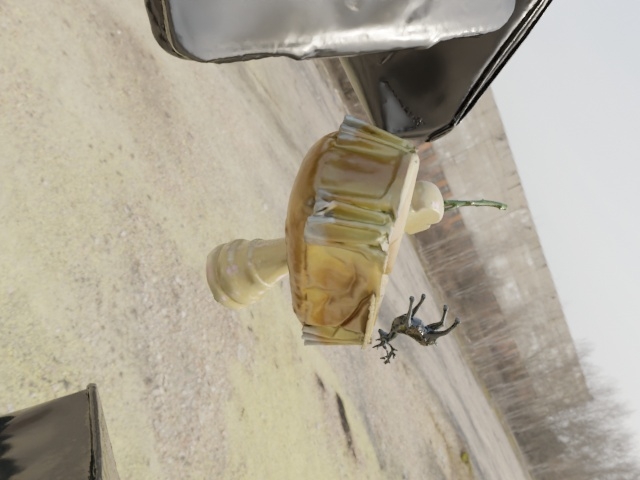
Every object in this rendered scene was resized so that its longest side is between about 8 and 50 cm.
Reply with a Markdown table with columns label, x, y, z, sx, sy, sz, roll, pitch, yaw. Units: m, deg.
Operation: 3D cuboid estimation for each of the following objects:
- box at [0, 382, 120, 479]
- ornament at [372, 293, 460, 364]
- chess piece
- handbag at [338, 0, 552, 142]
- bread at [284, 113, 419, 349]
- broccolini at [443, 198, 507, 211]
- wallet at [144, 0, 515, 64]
| label | x | y | z | sx | sy | sz | roll | pitch | yaw |
| --- | --- | --- | --- | --- | --- | --- | --- | --- | --- |
| box | -0.383 | 0.410 | 0.721 | 0.345 | 0.204 | 0.251 | 23 | -56 | 62 |
| ornament | 0.116 | 0.123 | 0.668 | 0.073 | 0.125 | 0.028 | 28 | 35 | -4 |
| chess piece | 0.000 | 0.000 | 0.797 | 0.117 | 0.397 | 0.117 | 37 | 41 | -42 |
| handbag | 0.119 | -0.319 | 0.640 | 0.152 | 0.288 | 0.342 | -15 | 68 | -52 |
| bread | 0.025 | 0.006 | 0.522 | 0.241 | 0.107 | 0.136 | 90 | 16 | -55 |
| broccolini | 0.264 | -0.060 | 0.992 | 0.052 | 0.194 | 0.054 | 75 | 12 | -61 |
| wallet | 0.038 | -0.257 | 0.431 | 0.051 | 0.377 | 0.197 | 40 | -41 | 50 |
